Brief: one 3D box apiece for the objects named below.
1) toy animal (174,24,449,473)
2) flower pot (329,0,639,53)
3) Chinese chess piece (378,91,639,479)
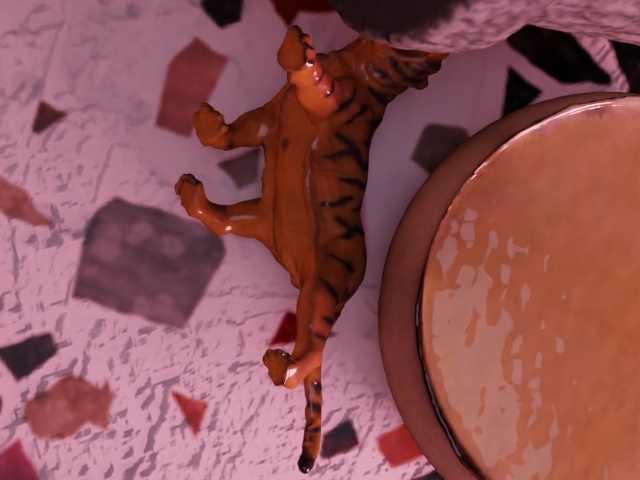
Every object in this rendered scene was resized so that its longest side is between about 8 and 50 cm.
[{"bbox_3d":[-0.005,-0.002,0.580,0.116,0.114,0.255,3,92,-40],"label":"toy animal"},{"bbox_3d":[0.099,-0.238,0.468,0.282,0.299,0.299,1,87,-23],"label":"flower pot"},{"bbox_3d":[0.161,0.044,0.581,0.257,0.104,0.257,0,88,-6],"label":"Chinese chess piece"}]
